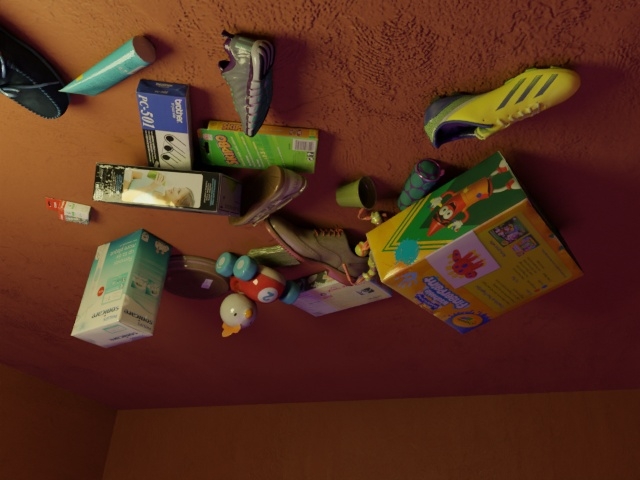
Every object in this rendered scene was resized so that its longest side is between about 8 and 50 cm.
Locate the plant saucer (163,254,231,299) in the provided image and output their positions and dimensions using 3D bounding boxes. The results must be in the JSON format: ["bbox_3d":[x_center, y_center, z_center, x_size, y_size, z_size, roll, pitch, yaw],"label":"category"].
[{"bbox_3d":[-0.421,0.131,1.784,0.278,0.041,0.278,2,148,1],"label":"plant saucer"}]

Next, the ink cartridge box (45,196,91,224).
[{"bbox_3d":[-0.688,-0.079,1.460,0.115,0.029,0.063,12,148,-16],"label":"ink cartridge box"}]

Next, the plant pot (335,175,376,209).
[{"bbox_3d":[0.083,-0.112,1.313,0.079,0.083,0.083,-5,151,38],"label":"plant pot"}]

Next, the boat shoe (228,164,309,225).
[{"bbox_3d":[-0.139,-0.096,1.304,0.089,0.104,0.285,9,163,-34],"label":"boat shoe"}]

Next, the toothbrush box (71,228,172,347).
[{"bbox_3d":[-0.574,0.142,1.565,0.216,0.295,0.126,-17,144,31],"label":"toothbrush box"}]

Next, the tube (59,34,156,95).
[{"bbox_3d":[-0.400,-0.318,1.017,0.207,0.052,0.080,-18,172,30],"label":"tube"}]

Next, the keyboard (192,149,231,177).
[{"bbox_3d":[-0.296,-0.176,1.277,0.108,0.023,0.180,-23,142,36],"label":"keyboard"}]

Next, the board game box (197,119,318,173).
[{"bbox_3d":[-0.138,-0.207,1.200,0.260,0.039,0.124,2,149,-5],"label":"board game box"}]

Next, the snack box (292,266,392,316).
[{"bbox_3d":[0.053,0.166,1.785,0.322,0.060,0.187,-19,143,32],"label":"snack box"}]

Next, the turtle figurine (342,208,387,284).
[{"bbox_3d":[0.183,0.011,1.449,0.218,0.087,0.269,-4,119,-19],"label":"turtle figurine"}]

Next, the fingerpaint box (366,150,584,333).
[{"bbox_3d":[0.396,0.033,1.355,0.371,0.163,0.445,-33,138,24],"label":"fingerpaint box"}]

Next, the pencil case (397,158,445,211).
[{"bbox_3d":[0.236,-0.126,1.280,0.070,0.064,0.151,18,148,0],"label":"pencil case"}]

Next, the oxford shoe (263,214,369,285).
[{"bbox_3d":[0.000,0.000,1.497,0.348,0.123,0.130,29,112,-33],"label":"oxford shoe"}]

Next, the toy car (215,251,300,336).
[{"bbox_3d":[-0.224,0.190,1.633,0.219,0.237,0.210,33,163,-36],"label":"toy car"}]

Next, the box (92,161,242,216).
[{"bbox_3d":[-0.341,-0.113,1.228,0.290,0.087,0.169,6,180,9],"label":"box"}]

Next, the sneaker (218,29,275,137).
[{"bbox_3d":[-0.147,-0.299,1.029,0.098,0.083,0.223,24,144,4],"label":"sneaker"}]

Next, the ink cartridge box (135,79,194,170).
[{"bbox_3d":[-0.323,-0.236,1.132,0.097,0.046,0.207,6,141,-6],"label":"ink cartridge box"}]

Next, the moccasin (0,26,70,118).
[{"bbox_3d":[-0.617,-0.322,0.963,0.138,0.116,0.342,-15,145,27],"label":"moccasin"}]

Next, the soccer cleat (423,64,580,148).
[{"bbox_3d":[0.341,-0.242,1.020,0.289,0.121,0.093,-11,146,21],"label":"soccer cleat"}]

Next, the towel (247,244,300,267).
[{"bbox_3d":[-0.136,0.049,1.636,0.148,0.027,0.110,-11,148,20],"label":"towel"}]
